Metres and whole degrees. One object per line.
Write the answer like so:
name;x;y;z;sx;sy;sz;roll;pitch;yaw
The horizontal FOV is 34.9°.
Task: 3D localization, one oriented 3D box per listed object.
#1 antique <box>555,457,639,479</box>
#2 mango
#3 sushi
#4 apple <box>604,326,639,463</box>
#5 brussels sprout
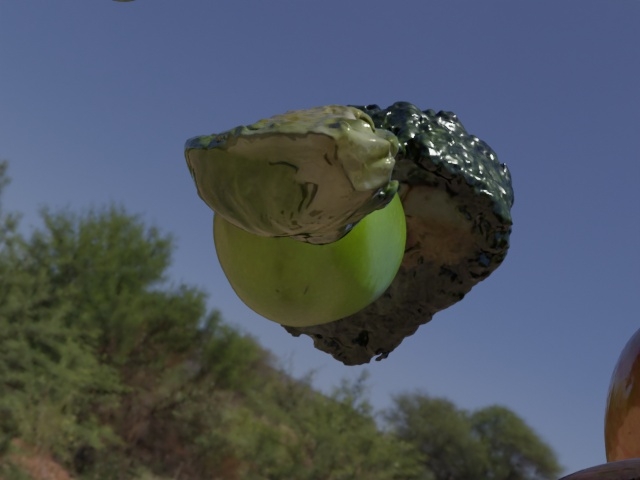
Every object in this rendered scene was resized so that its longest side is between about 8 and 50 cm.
antique;0.181;0.159;0.392;0.143;0.121;0.257;-29;-51;19
mango;0.000;0.000;1.033;0.156;0.192;0.343;32;-4;24
sushi;0.059;-0.025;1.334;0.294;0.352;0.178;42;26;-20
apple;0.480;0.216;1.102;0.364;0.363;0.364;24;-12;5
brussels sprout;-0.020;-0.045;0.691;0.139;0.100;0.181;2;11;-28
